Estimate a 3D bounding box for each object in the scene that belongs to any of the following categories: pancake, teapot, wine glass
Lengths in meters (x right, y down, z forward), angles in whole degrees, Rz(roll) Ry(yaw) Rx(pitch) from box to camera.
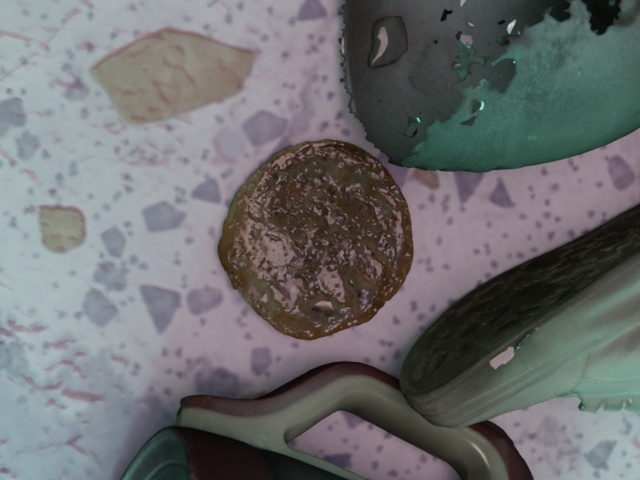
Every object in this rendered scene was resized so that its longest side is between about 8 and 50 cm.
[{"bbox_3d":[0.000,0.000,0.816,0.139,0.022,0.139,-1,93,-15],"label":"pancake"},{"bbox_3d":[0.019,0.231,0.759,0.312,0.233,0.315,21,61,-22],"label":"teapot"},{"bbox_3d":[0.187,-0.138,0.776,0.357,0.190,0.190,-2,95,-19],"label":"wine glass"}]

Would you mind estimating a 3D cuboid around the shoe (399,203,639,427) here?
[{"bbox_3d":[0.214,0.078,0.830,0.316,0.124,0.159,-29,104,-13],"label":"shoe"}]
